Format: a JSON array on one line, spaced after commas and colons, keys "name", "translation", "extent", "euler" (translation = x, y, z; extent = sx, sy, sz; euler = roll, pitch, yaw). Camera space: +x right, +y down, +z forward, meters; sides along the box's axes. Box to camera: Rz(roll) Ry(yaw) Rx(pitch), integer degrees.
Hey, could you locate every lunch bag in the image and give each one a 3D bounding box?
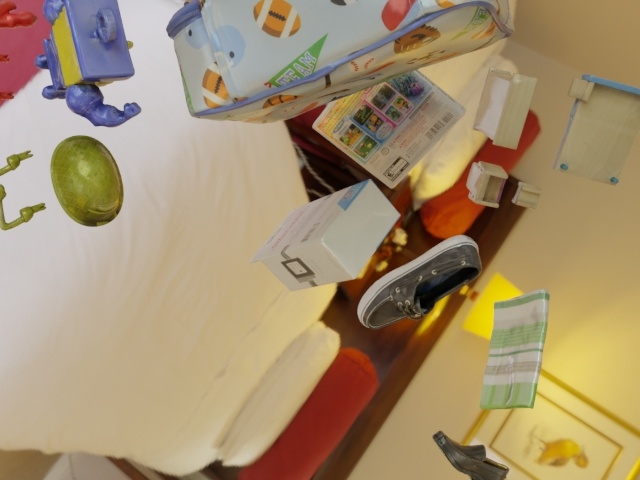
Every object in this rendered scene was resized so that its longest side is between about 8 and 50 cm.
[{"name": "lunch bag", "translation": [0.020, -0.195, 0.632], "extent": [0.243, 0.303, 0.115], "euler": [-26, 102, -67]}]

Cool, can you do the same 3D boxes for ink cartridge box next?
[{"name": "ink cartridge box", "translation": [0.000, 0.000, 0.806], "extent": [0.104, 0.060, 0.180], "euler": [-52, -162, -28]}]

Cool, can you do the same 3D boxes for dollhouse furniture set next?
[{"name": "dollhouse furniture set", "translation": [0.479, -0.199, 1.378], "extent": [0.198, 0.303, 0.287], "euler": [-87, -170, -72]}]

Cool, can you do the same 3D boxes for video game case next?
[{"name": "video game case", "translation": [0.087, -0.161, 0.890], "extent": [0.157, 0.143, 0.019], "euler": [-47, -171, 40]}]

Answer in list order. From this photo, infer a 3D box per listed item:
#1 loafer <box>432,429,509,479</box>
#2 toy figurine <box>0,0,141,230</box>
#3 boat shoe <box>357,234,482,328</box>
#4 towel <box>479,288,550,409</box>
[{"name": "loafer", "translation": [0.260, 0.374, 1.172], "extent": [0.061, 0.170, 0.062], "euler": [-45, -156, 3]}, {"name": "toy figurine", "translation": [-0.314, -0.204, 0.828], "extent": [0.191, 0.217, 0.363], "euler": [-11, 89, -43]}, {"name": "boat shoe", "translation": [0.156, 0.083, 1.056], "extent": [0.228, 0.076, 0.080], "euler": [-34, 127, 19]}, {"name": "towel", "translation": [0.249, 0.143, 0.875], "extent": [0.113, 0.023, 0.152], "euler": [139, -31, -66]}]
